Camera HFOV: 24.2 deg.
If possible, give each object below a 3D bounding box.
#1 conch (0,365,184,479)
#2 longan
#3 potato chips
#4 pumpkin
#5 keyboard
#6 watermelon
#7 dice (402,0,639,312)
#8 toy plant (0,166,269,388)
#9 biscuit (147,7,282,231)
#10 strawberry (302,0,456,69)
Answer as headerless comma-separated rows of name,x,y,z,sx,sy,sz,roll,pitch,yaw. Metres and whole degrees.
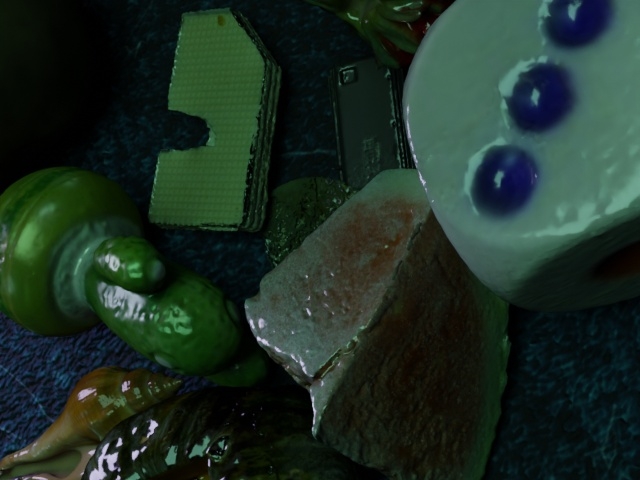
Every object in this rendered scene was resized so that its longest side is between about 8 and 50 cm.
conch,-0.249,0.209,1.607,0.330,0.093,0.109,-33,81,42
longan,-0.460,-0.189,1.668,0.404,0.404,0.336,-51,24,10
potato chips,0.000,0.000,1.522,0.209,0.026,0.142,46,119,41
pumpkin,-0.095,0.291,1.429,0.320,0.192,0.320,-5,79,28
keyboard,0.054,-0.082,1.527,0.093,0.025,0.230,-13,73,26
watermelon,0.064,0.099,1.357,0.193,0.231,0.310,-129,31,-51
dice,0.244,-0.097,1.300,0.259,0.243,0.251,-28,67,25
toy plant,-0.195,0.045,1.534,0.316,0.224,0.184,24,69,34
biscuit,-0.111,-0.129,1.613,0.147,0.046,0.250,0,79,39
strawberry,0.103,-0.319,1.442,0.257,0.257,0.277,16,57,31
